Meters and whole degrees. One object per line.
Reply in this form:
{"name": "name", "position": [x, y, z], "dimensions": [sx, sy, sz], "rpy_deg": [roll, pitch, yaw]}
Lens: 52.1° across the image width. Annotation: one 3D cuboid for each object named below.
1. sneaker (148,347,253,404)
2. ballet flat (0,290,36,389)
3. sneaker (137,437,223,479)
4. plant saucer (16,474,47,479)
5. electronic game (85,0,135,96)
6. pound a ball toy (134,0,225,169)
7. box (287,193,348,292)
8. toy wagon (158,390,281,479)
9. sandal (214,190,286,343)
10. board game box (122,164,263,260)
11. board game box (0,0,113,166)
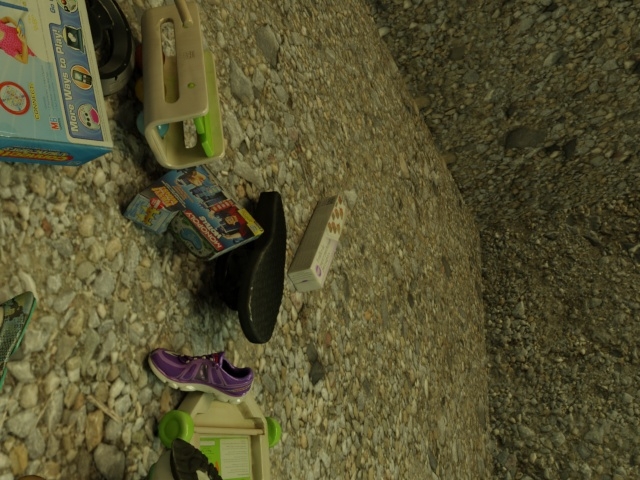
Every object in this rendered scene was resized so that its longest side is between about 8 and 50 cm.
{"name": "sneaker", "position": [-0.185, 0.198, 1.035], "dimensions": [0.170, 0.071, 0.068], "rpy_deg": [20, 22, -15]}
{"name": "ballet flat", "position": [-0.384, 0.129, 0.750], "dimensions": [0.070, 0.070, 0.188], "rpy_deg": [49, 31, -42]}
{"name": "sneaker", "position": [-0.173, 0.464, 0.879], "dimensions": [0.158, 0.182, 0.410], "rpy_deg": [-110, 177, -75]}
{"name": "plant saucer", "position": [-0.341, 0.321, 0.777], "dimensions": [0.083, 0.015, 0.083], "rpy_deg": [42, 39, -49]}
{"name": "electronic game", "position": [-0.384, -0.333, 1.023], "dimensions": [0.229, 0.048, 0.229], "rpy_deg": [28, 54, -47]}
{"name": "pound a ball toy", "position": [-0.261, -0.308, 1.111], "dimensions": [0.208, 0.136, 0.319], "rpy_deg": [78, 0, -59]}
{"name": "box", "position": [0.000, 0.000, 1.609], "dimensions": [0.063, 0.067, 0.324], "rpy_deg": [61, 27, -27]}
{"name": "toy wagon", "position": [-0.154, 0.408, 1.053], "dimensions": [0.267, 0.068, 0.344], "rpy_deg": [29, 51, -56]}
{"name": "sandal", "position": [-0.133, 0.051, 1.266], "dimensions": [0.445, 0.107, 0.167], "rpy_deg": [-87, 169, -63]}
{"name": "board game box", "position": [-0.224, -0.045, 1.110], "dimensions": [0.194, 0.060, 0.194], "rpy_deg": [48, 32, 9]}
{"name": "board game box", "position": [-0.427, -0.255, 0.800], "dimensions": [0.302, 0.086, 0.308], "rpy_deg": [-3, 78, -56]}
